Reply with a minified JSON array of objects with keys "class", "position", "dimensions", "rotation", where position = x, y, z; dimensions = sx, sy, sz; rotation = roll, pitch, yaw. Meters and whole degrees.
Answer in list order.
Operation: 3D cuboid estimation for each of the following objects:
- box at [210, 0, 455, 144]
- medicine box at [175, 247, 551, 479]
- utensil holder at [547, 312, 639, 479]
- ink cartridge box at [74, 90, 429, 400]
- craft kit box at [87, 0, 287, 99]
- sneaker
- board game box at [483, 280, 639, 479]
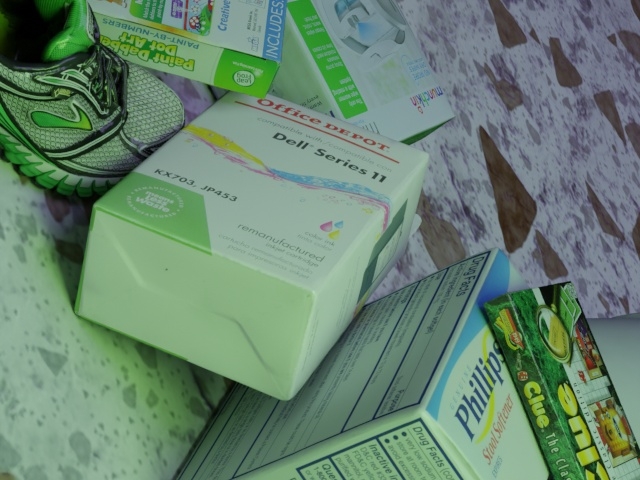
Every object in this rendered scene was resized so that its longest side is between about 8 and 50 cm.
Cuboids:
[{"class":"box","position":[-0.002,-0.183,1.779],"dimensions":[0.231,0.126,0.262],"rotation":[63,29,1]},{"class":"medicine box","position":[0.043,0.172,1.408],"dimensions":[0.149,0.289,0.263],"rotation":[56,31,-15]},{"class":"utensil holder","position":[0.254,0.232,1.676],"dimensions":[0.385,0.327,0.328],"rotation":[5,64,-53]},{"class":"ink cartridge box","position":[-0.039,-0.025,1.485],"dimensions":[0.207,0.119,0.353],"rotation":[21,32,13]},{"class":"craft kit box","position":[-0.151,-0.262,1.549],"dimensions":[0.246,0.061,0.250],"rotation":[17,47,-13]},{"class":"sneaker","position":[-0.217,-0.132,1.372],"dimensions":[0.343,0.146,0.134],"rotation":[18,53,-56]},{"class":"board game box","position":[0.219,0.161,1.373],"dimensions":[0.136,0.030,0.260],"rotation":[-8,74,-57]}]
